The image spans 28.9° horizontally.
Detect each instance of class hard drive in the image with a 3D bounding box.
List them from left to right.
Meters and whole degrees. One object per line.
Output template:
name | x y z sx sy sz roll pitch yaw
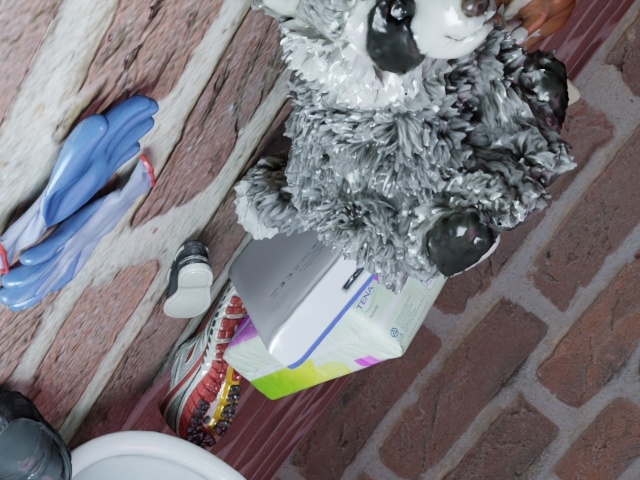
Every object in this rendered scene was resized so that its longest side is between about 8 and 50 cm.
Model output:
hard drive | 0.000 0.000 1.285 0.210 0.040 0.318 -50 -165 2

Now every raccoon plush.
raccoon plush | -0.014 -0.119 0.999 0.446 0.299 0.216 -16 -146 43

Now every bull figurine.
bull figurine | 0.251 -0.294 1.519 0.188 0.101 0.310 -47 169 1

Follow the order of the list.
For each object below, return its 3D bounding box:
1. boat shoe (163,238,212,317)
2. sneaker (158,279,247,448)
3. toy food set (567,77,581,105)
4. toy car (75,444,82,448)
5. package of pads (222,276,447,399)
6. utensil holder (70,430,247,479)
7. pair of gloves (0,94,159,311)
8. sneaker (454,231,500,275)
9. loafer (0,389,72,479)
boat shoe | -0.133 0.041 1.246 0.046 0.038 0.125 -2 153 -12
sneaker | -0.132 0.131 1.492 0.088 0.093 0.225 28 88 -47
toy food set | 0.176 -0.105 1.613 0.306 0.092 0.220 -36 -172 -38
toy car | -0.303 0.277 1.426 0.122 0.060 0.040 -19 178 -22
package of pads | 0.032 0.040 1.370 0.296 0.101 0.229 -27 -153 56
utensil holder | -0.246 0.444 1.341 0.385 0.327 0.327 -47 173 33
pair of gloves | -0.173 -0.026 0.882 0.159 0.023 0.198 -48 171 -20
sneaker | 0.106 0.005 1.727 0.292 0.110 0.118 -13 -168 17
loafer | -0.262 0.185 1.096 0.076 0.078 0.223 -48 170 -12
